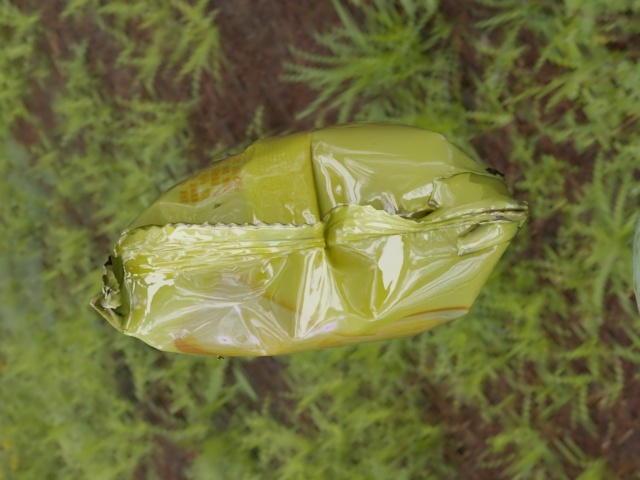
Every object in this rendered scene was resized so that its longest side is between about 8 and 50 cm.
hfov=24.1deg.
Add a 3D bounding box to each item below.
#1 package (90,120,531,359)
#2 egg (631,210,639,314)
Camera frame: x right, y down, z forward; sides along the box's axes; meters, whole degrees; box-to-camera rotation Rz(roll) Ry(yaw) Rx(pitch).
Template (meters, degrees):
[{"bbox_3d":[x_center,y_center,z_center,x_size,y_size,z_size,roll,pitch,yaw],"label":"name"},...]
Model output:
[{"bbox_3d":[0.000,0.000,0.615,0.226,0.168,0.090,-13,-89,-83],"label":"package"},{"bbox_3d":[0.226,0.010,0.687,0.169,0.169,0.231,64,-177,-10],"label":"egg"}]
